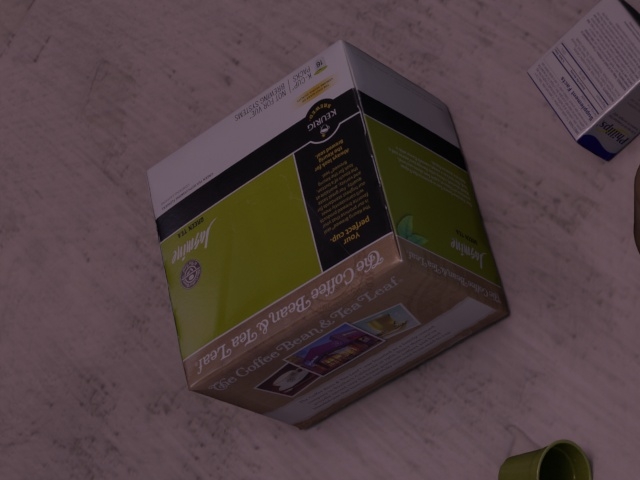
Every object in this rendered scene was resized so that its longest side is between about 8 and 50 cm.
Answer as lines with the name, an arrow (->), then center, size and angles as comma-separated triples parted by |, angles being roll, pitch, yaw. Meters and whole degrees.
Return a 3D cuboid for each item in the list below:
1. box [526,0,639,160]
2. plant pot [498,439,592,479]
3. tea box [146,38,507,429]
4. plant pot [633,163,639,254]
box -> 0.328, -0.186, 2.063 | 0.137, 0.072, 0.126 | -43, 50, 18
plant pot -> 0.237, 0.257, 1.962 | 0.079, 0.083, 0.083 | -9, 66, 52
tea box -> 0.000, 0.000, 2.167 | 0.329, 0.220, 0.323 | -31, 54, 28
plant pot -> 0.447, -0.129, 1.696 | 0.323, 0.280, 0.323 | -8, 30, 5
